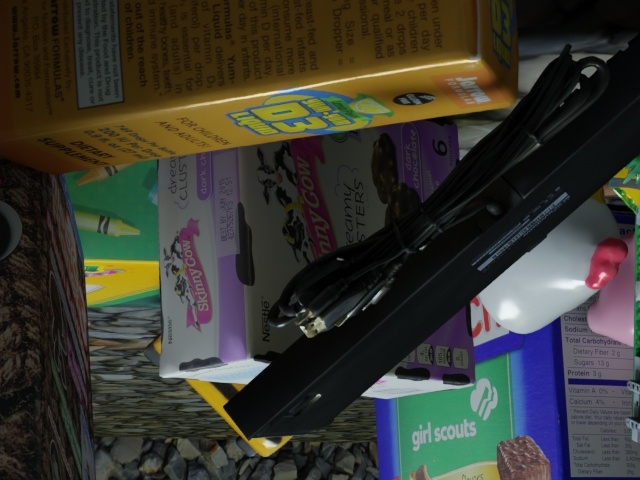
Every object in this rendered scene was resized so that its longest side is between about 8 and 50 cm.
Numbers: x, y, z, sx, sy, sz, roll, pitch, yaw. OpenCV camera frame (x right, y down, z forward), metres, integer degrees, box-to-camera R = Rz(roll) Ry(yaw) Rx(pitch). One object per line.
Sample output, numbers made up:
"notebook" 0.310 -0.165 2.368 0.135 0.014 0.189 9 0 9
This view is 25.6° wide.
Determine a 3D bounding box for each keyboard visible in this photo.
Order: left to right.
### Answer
"keyboard" 0.078 -0.018 0.639 0.317 0.033 0.201 -42 164 7

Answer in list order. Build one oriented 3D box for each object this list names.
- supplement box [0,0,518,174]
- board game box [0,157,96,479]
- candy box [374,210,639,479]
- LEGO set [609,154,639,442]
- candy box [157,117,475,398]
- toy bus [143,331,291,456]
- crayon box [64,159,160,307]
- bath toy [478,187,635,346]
"supplement box" -0.036 -0.085 0.608 0.233 0.080 0.078 -9 169 19
"board game box" -0.233 0.068 0.667 0.232 0.291 0.141 -9 134 -5
"candy box" 0.159 0.151 1.165 0.122 0.317 0.268 6 165 -28
"LEGO set" 0.332 0.034 0.808 0.331 0.255 0.192 9 -178 -13
"candy box" 0.000 0.000 0.797 0.070 0.165 0.196 -13 164 39
"toy bus" -0.041 0.064 1.036 0.130 0.108 0.333 -45 -178 2
"crayon box" -0.210 -0.010 0.915 0.278 0.081 0.165 2 167 -16
"bath toy" 0.276 0.024 1.021 0.348 0.151 0.129 12 172 -26
